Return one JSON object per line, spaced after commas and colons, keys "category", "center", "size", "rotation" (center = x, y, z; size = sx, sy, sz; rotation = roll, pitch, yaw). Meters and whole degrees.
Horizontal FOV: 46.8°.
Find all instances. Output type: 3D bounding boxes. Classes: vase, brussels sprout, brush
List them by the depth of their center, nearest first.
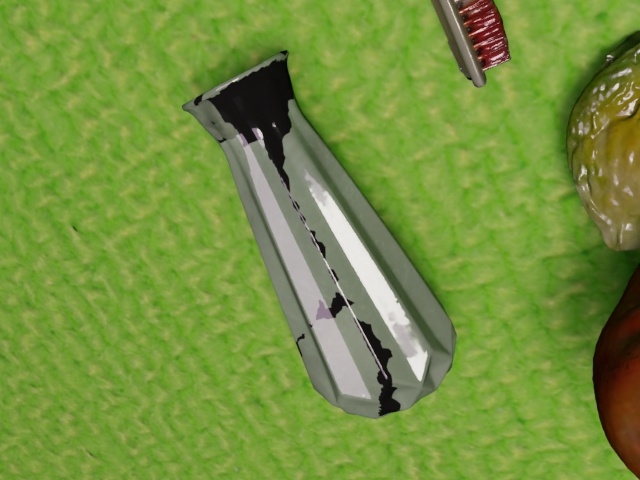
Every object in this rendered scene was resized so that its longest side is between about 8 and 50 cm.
{"category": "brush", "center": [0.082, -0.283, 0.620], "size": [0.050, 0.060, 0.321], "rotation": [-26, 108, 12]}
{"category": "brussels sprout", "center": [0.287, -0.084, 0.645], "size": [0.139, 0.100, 0.181], "rotation": [10, 121, 22]}
{"category": "vase", "center": [0.000, 0.000, 0.738], "size": [0.165, 0.165, 0.360], "rotation": [-23, 105, 24]}

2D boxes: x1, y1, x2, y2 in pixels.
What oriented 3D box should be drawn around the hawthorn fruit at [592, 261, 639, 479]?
{"category": "hawthorn fruit", "center": [0.374, 0.121, 0.568], "size": [0.277, 0.277, 0.298], "rotation": [-28, 110, 26]}
